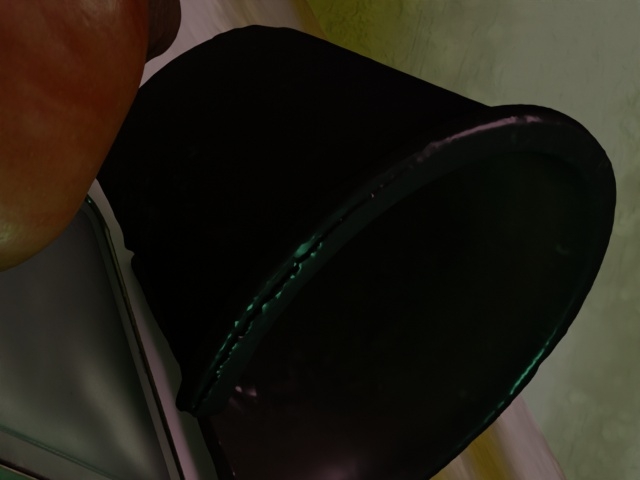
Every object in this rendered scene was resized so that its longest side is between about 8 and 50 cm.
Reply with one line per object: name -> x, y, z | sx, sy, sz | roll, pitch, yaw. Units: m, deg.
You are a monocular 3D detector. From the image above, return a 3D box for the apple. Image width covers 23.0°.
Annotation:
apple -> -0.188, -0.092, 0.692 | 0.241, 0.242, 0.242 | 29, 33, -54

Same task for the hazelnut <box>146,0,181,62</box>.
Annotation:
hazelnut -> -0.184, -0.199, 1.251 | 0.143, 0.143, 0.154 | 65, 4, 16

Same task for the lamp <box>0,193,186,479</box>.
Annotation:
lamp -> -0.176, 0.040, 0.896 | 0.266, 0.047, 0.269 | 44, 21, -57

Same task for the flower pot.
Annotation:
flower pot -> 0.000, 0.000, 1.111 | 0.251, 0.379, 0.379 | 46, 1, 33
